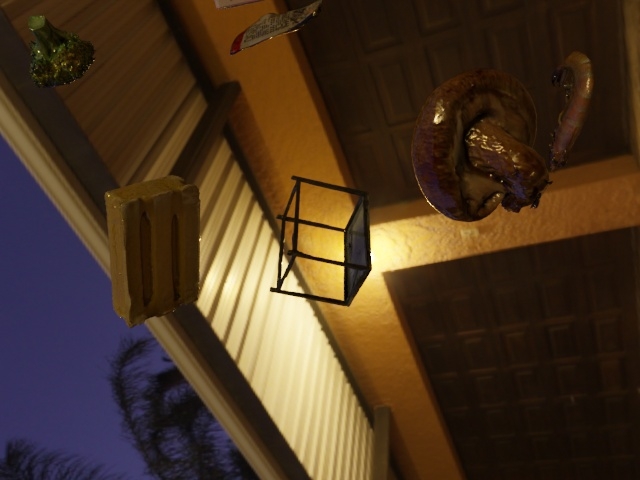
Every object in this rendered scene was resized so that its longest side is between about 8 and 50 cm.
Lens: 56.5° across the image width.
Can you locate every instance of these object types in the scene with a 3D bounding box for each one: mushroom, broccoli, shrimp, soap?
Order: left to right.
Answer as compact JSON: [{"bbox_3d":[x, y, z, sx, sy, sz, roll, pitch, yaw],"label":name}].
[{"bbox_3d":[-0.729,-0.519,1.608,0.194,0.194,0.219,52,-134,-53],"label":"broccoli"},{"bbox_3d":[-0.372,0.022,1.336,0.199,0.091,0.315,-25,-50,-42],"label":"soap"},{"bbox_3d":[0.293,-0.163,1.105,0.283,0.263,0.195,44,173,-4],"label":"mushroom"},{"bbox_3d":[0.361,-0.197,0.890,0.178,0.034,0.124,89,180,-45],"label":"shrimp"}]

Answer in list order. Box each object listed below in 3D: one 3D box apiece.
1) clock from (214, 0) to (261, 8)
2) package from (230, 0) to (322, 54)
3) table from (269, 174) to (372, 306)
[{"bbox_3d":[-0.227,-0.758,1.822,0.150,0.197,0.063,-106,3,-69],"label":"clock"},{"bbox_3d":[-0.099,-0.514,1.406,0.154,0.239,0.030,-79,-30,-51],"label":"package"},{"bbox_3d":[0.000,0.000,1.958,0.222,0.272,0.335,116,161,-47],"label":"table"}]
